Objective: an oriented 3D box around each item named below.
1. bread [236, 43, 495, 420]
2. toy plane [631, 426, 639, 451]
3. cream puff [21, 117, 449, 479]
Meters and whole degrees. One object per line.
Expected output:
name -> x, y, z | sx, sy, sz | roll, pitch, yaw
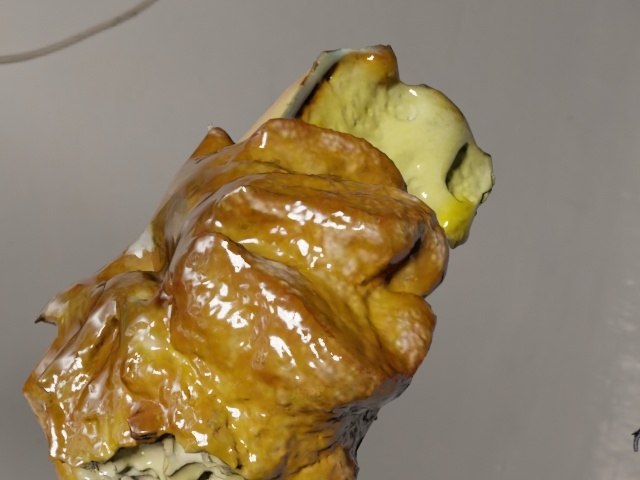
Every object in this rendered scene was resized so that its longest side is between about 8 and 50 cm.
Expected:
bread -> -0.002, -0.004, 0.987 | 0.174, 0.133, 0.251 | 37, 64, -21
toy plane -> 0.224, 0.136, 0.861 | 0.078, 0.197, 0.053 | 47, 50, 12
cream puff -> -0.046, 0.056, 0.738 | 0.155, 0.241, 0.269 | 41, 109, -18
